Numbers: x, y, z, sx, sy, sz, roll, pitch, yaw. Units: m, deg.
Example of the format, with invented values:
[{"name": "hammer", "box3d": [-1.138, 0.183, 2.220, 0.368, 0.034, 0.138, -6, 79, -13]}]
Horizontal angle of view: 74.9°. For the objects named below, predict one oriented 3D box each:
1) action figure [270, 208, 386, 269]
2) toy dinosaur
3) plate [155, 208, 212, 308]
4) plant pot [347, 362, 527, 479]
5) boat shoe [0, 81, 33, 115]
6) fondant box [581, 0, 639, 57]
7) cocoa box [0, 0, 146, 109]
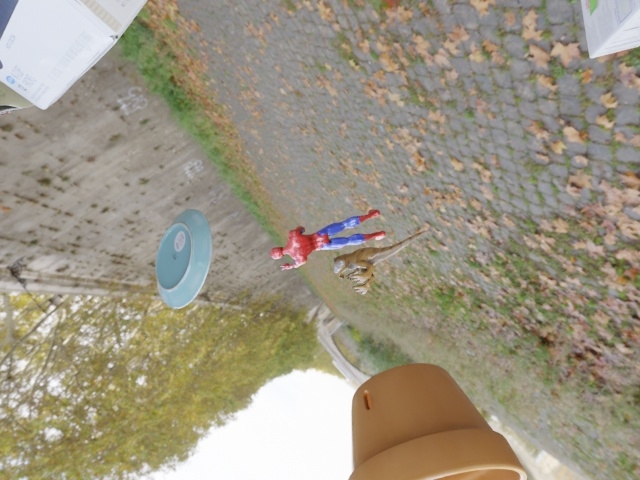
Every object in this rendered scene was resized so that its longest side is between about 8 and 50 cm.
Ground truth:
[{"name": "action figure", "box3d": [0.000, 0.000, 0.995, 0.139, 0.281, 0.091, -14, 91, 63]}, {"name": "toy dinosaur", "box3d": [0.093, 0.035, 0.791, 0.212, 0.112, 0.064, -16, 136, 36]}, {"name": "plate", "box3d": [-0.263, 0.030, 0.772, 0.024, 0.188, 0.188, 16, -161, -45]}, {"name": "plant pot", "box3d": [0.173, 0.360, 0.746, 0.290, 0.291, 0.203, 52, -165, -41]}, {"name": "boat shoe", "box3d": [-0.507, -0.224, 0.659, 0.042, 0.133, 0.048, -5, 116, 34]}, {"name": "fondant box", "box3d": [0.541, -0.488, 0.714, 0.330, 0.096, 0.237, -21, -79, -72]}, {"name": "cocoa box", "box3d": [-0.250, -0.353, 0.400, 0.232, 0.346, 0.228, -2, 148, 45]}]
